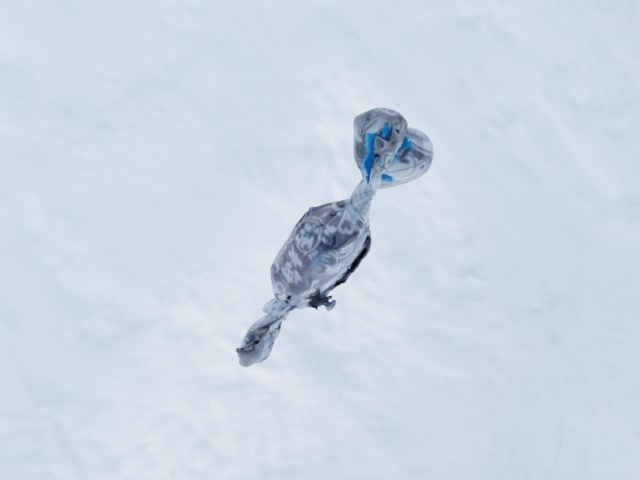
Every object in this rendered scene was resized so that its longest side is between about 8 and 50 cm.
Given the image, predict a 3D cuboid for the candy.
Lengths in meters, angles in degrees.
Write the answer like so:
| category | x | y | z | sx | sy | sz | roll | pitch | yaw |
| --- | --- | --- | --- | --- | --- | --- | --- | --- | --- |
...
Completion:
| category | x | y | z | sx | sy | sz | roll | pitch | yaw |
| --- | --- | --- | --- | --- | --- | --- | --- | --- | --- |
| candy | 0.000 | 0.000 | 1.206 | 0.051 | 0.094 | 0.226 | 45 | 123 | 23 |
